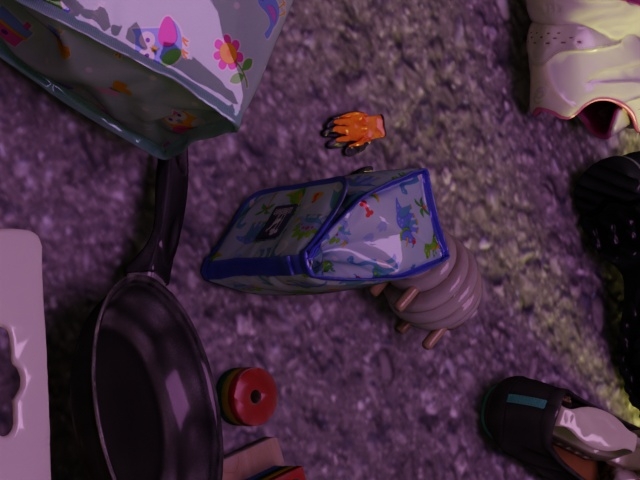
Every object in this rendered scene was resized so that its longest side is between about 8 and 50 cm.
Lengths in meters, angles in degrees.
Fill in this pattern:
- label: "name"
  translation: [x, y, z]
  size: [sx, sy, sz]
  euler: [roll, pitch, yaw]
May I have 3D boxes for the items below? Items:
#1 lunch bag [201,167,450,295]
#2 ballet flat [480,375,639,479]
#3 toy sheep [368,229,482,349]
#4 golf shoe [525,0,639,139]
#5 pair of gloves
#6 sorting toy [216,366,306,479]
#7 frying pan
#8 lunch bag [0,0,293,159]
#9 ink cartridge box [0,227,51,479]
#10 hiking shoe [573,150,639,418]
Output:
- label: "lunch bag"
  translation: [0.000, 0.000, 1.356]
  size: [0.151, 0.129, 0.096]
  euler: [-24, 101, -40]
- label: "ballet flat"
  translation: [0.264, 0.202, 1.609]
  size: [0.280, 0.096, 0.095]
  euler: [27, 67, -39]
- label: "toy sheep"
  translation: [0.091, 0.034, 1.471]
  size: [0.132, 0.091, 0.091]
  euler: [55, 50, -48]
- label: "golf shoe"
  translation: [0.307, -0.161, 1.692]
  size: [0.306, 0.115, 0.140]
  euler: [8, 91, -36]
- label: "pair of gloves"
  translation: [0.032, -0.068, 1.475]
  size: [0.074, 0.010, 0.083]
  euler: [-7, 91, -44]
- label: "sorting toy"
  translation: [-0.055, 0.242, 1.337]
  size: [0.132, 0.046, 0.274]
  euler: [-19, 100, -43]
- label: "frying pan"
  translation: [-0.133, 0.059, 1.242]
  size: [0.197, 0.053, 0.326]
  euler: [10, 68, -69]
- label: "lunch bag"
  translation: [-0.148, -0.218, 1.222]
  size: [0.262, 0.160, 0.223]
  euler: [31, 68, -23]
- label: "ink cartridge box"
  translation: [-0.338, 0.092, 1.031]
  size: [0.353, 0.119, 0.207]
  euler: [1, 85, -43]
- label: "hiking shoe"
  translation: [0.352, 0.051, 1.696]
  size: [0.132, 0.113, 0.304]
  euler: [-23, 102, -42]
